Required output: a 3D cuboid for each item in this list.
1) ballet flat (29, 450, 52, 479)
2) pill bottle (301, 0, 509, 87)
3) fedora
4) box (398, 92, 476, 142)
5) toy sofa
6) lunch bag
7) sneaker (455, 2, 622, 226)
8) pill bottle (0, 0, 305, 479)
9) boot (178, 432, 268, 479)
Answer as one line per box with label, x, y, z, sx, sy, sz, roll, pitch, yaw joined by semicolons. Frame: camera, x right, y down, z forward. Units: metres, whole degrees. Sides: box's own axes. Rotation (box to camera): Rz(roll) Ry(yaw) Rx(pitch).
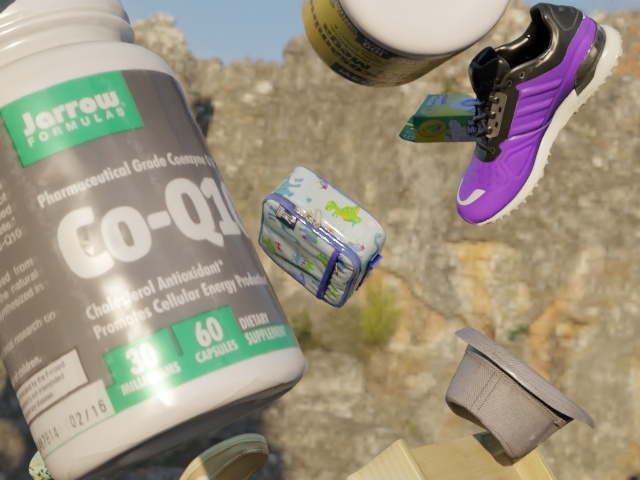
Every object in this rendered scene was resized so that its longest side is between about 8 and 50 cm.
ballet flat;-0.331;0.293;1.716;0.188;0.070;0.070;-34;15;-27
pill bottle;0.081;-0.271;1.313;0.188;0.187;0.334;7;-2;-8
fedora;0.278;0.242;1.768;0.244;0.124;0.275;37;0;21
box;0.201;-0.169;1.620;0.179;0.043;0.105;-2;24;19
toy sofa;0.191;0.385;1.785;0.177;0.150;0.363;-43;-25;29
lunch bag;0.000;0.000;1.685;0.176;0.090;0.219;38;-21;6
sneaker;0.226;-0.163;1.445;0.146;0.293;0.102;24;15;-29
pill bottle;-0.172;-0.019;0.890;0.204;0.361;0.204;-25;-10;-5
boot;-0.149;0.421;1.702;0.095;0.262;0.203;38;15;-48
